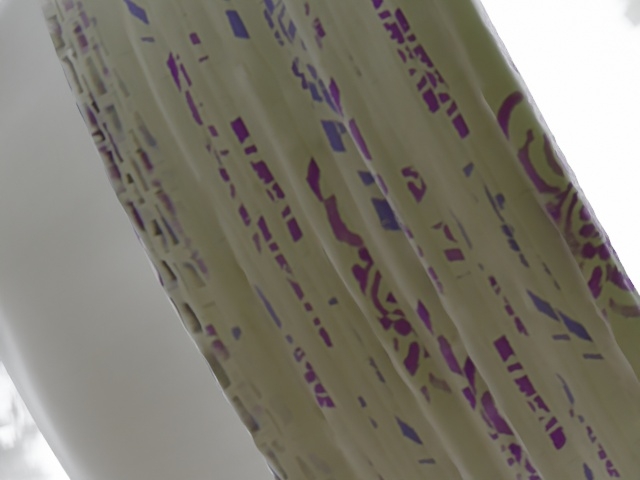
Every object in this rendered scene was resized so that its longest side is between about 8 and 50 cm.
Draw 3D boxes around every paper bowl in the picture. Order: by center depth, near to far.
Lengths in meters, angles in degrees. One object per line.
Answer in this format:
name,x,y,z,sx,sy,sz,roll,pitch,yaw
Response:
paper bowl,0.000,0.000,0.557,0.148,0.284,0.284,-29,-94,8
